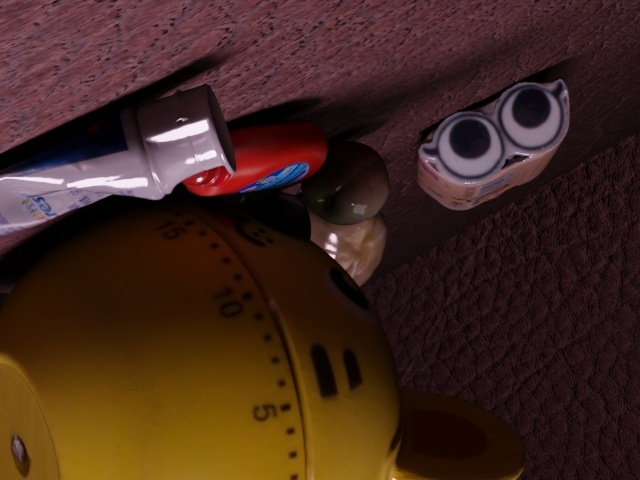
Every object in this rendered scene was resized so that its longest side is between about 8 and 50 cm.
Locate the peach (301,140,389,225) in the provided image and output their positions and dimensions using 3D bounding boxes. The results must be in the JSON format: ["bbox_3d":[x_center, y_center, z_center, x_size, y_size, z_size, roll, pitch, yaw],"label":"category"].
[{"bbox_3d":[0.024,-0.054,1.756,0.083,0.083,0.083,-26,175,-2],"label":"peach"}]

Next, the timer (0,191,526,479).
[{"bbox_3d":[-0.070,0.124,1.542,0.387,0.376,0.376,-11,168,-33],"label":"timer"}]

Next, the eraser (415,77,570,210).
[{"bbox_3d":[0.191,-0.100,2.127,0.171,0.087,0.290,-24,175,1],"label":"eraser"}]

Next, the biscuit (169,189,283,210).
[{"bbox_3d":[-0.083,-0.023,1.757,0.099,0.038,0.322,-24,176,4],"label":"biscuit"}]

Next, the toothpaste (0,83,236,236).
[{"bbox_3d":[-0.183,-0.025,1.158,0.266,0.061,0.096,-20,177,5],"label":"toothpaste"}]

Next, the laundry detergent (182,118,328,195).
[{"bbox_3d":[-0.064,-0.058,1.427,0.097,0.049,0.165,-25,174,26],"label":"laundry detergent"}]

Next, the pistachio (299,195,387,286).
[{"bbox_3d":[0.000,0.000,2.051,0.124,0.124,0.185,-23,-170,-33],"label":"pistachio"}]
